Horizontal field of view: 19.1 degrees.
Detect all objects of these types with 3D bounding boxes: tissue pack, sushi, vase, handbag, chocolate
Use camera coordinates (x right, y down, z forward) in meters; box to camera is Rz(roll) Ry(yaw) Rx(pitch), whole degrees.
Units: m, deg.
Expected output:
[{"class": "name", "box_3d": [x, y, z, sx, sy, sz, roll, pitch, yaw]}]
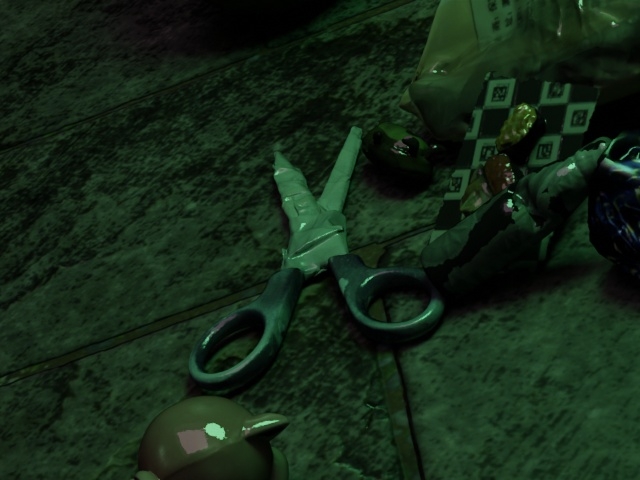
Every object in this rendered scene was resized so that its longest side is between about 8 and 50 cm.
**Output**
[{"class": "tissue pack", "box_3d": [0.288, -0.282, 1.958, 0.390, 0.195, 0.375, -13, 38, 34]}, {"class": "sushi", "box_3d": [0.176, -0.074, 1.812, 0.139, 0.031, 0.201, 9, 75, 40]}, {"class": "vase", "box_3d": [0.186, -0.026, 1.732, 0.211, 0.060, 0.060, -38, 28, 23]}, {"class": "handbag", "box_3d": [0.077, -0.095, 1.958, 0.111, 0.072, 0.047, 35, 108, 59]}, {"class": "chocolate", "box_3d": [0.361, 0.023, 1.591, 0.148, 0.126, 0.343, -1, 25, -39]}]

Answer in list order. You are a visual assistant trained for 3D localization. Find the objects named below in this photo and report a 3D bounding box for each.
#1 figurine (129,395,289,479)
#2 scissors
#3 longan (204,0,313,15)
[{"class": "figurine", "box_3d": [-0.096, 0.193, 1.630, 0.138, 0.125, 0.125, -24, 31, -22]}, {"class": "scissors", "box_3d": [0.000, 0.000, 1.909, 0.256, 0.029, 0.383, -15, 34, 13]}, {"class": "longan", "box_3d": [-0.079, -0.428, 2.286, 0.319, 0.319, 0.319, -17, 34, 12]}]
